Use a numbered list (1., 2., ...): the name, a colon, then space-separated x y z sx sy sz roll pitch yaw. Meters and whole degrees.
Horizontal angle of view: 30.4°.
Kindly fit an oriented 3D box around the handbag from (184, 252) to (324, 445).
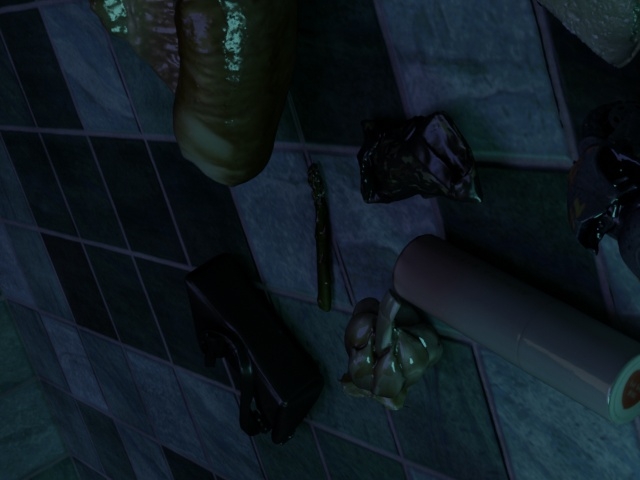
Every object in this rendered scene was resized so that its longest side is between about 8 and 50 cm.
1. handbag: -0.123 0.191 1.931 0.285 0.113 0.257 51 157 19

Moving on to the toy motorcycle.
1. toy motorcycle: 0.311 -0.007 0.981 0.307 0.173 0.108 46 146 30

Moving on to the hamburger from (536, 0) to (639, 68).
1. hamburger: 0.248 -0.218 1.032 0.121 0.054 0.084 52 146 13

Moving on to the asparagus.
1. asparagus: 0.001 0.000 1.648 0.024 0.025 0.248 -84 -8 -53

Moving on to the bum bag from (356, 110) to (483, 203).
1. bum bag: 0.105 -0.093 1.351 0.248 0.069 0.102 3 93 60

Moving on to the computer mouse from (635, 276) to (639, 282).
1. computer mouse: 0.357 0.056 1.040 0.199 0.102 0.045 43 130 29

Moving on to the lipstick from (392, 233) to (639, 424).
1. lipstick: 0.218 0.090 1.303 0.327 0.087 0.087 30 138 45

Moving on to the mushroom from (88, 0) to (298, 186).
1. mushroom: -0.113 -0.276 1.447 0.313 0.224 0.397 -14 110 46

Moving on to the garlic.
1. garlic: 0.083 0.117 1.495 0.131 0.127 0.194 25 147 24
